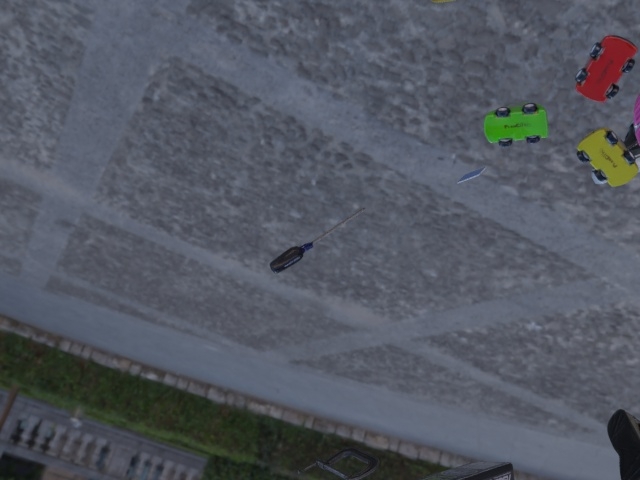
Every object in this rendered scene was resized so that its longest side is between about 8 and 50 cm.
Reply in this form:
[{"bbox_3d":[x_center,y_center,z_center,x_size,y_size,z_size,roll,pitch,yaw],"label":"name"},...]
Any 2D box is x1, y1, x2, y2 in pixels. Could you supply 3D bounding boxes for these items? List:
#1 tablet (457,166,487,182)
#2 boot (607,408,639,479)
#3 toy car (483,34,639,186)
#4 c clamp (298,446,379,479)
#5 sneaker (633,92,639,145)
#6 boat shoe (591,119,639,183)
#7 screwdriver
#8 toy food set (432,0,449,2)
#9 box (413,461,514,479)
[{"bbox_3d":[0.439,-0.189,2.125,0.083,0.054,0.006,-21,106,48],"label":"tablet"},{"bbox_3d":[0.688,0.456,1.468,0.179,0.236,0.085,23,120,-10],"label":"boot"},{"bbox_3d":[0.366,-0.192,1.127,0.225,0.053,0.239,-3,121,22],"label":"toy car"},{"bbox_3d":[0.050,0.509,1.643,0.161,0.137,0.022,0,109,52],"label":"c clamp"},{"bbox_3d":[0.467,-0.116,0.833,0.252,0.111,0.103,29,154,-11],"label":"sneaker"},{"bbox_3d":[0.775,-0.251,1.719,0.119,0.335,0.121,60,-178,-7],"label":"boat shoe"},{"bbox_3d":[0.000,0.000,1.084,0.025,0.170,0.024,64,169,-12],"label":"screwdriver"},{"bbox_3d":[0.194,-0.530,1.327,0.071,0.218,0.128,-3,147,-47],"label":"toy food set"},{"bbox_3d":[0.161,0.401,0.901,0.060,0.216,0.270,-13,168,41],"label":"box"}]
